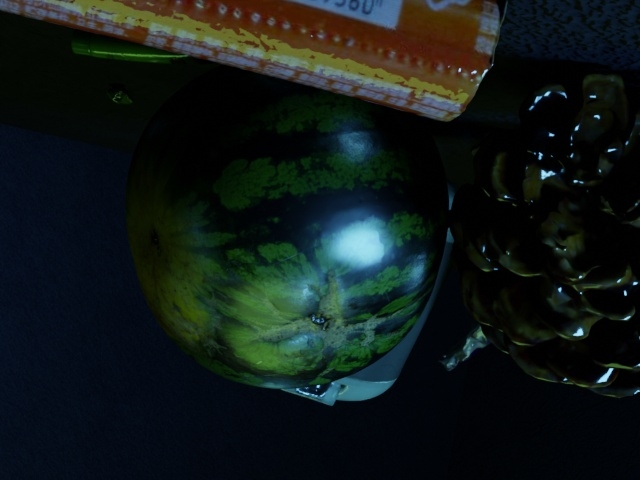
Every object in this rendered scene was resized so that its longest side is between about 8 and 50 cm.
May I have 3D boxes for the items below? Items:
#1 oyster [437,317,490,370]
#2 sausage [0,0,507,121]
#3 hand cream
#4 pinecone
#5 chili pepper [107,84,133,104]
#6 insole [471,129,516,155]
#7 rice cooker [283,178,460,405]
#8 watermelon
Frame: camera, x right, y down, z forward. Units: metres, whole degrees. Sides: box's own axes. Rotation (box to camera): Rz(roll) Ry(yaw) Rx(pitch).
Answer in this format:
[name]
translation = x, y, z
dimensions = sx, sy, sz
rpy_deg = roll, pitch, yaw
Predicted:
[oyster]
translation = 0.197, 0.014, 1.104
dimensions = 0.100, 0.275, 0.271
rpy_deg = 9, -169, -11
[sausage]
translation = -0.055, -0.118, 0.507
dimensions = 0.274, 0.074, 0.074
rpy_deg = 11, 180, -15
[hand cream]
translation = -0.144, -0.159, 0.921
dimensions = 0.122, 0.023, 0.036
rpy_deg = 7, 176, 7
[pinecone]
translation = 0.201, 0.001, 0.769
dimensions = 0.224, 0.224, 0.272
rpy_deg = 11, 176, 13
[chili pepper]
translation = -0.246, -0.177, 1.353
dimensions = 0.027, 0.022, 0.083
rpy_deg = 44, 179, -3
[insole]
translation = 0.225, -0.093, 1.237
dimensions = 0.119, 0.009, 0.348
rpy_deg = 11, 180, 8
[rice cooker]
translation = 0.000, -0.003, 1.151
dimensions = 0.288, 0.277, 0.288
rpy_deg = 24, -170, -5
[watermelon]
translation = -0.026, -0.017, 0.874
dimensions = 0.269, 0.269, 0.269
rpy_deg = 11, 180, 0
